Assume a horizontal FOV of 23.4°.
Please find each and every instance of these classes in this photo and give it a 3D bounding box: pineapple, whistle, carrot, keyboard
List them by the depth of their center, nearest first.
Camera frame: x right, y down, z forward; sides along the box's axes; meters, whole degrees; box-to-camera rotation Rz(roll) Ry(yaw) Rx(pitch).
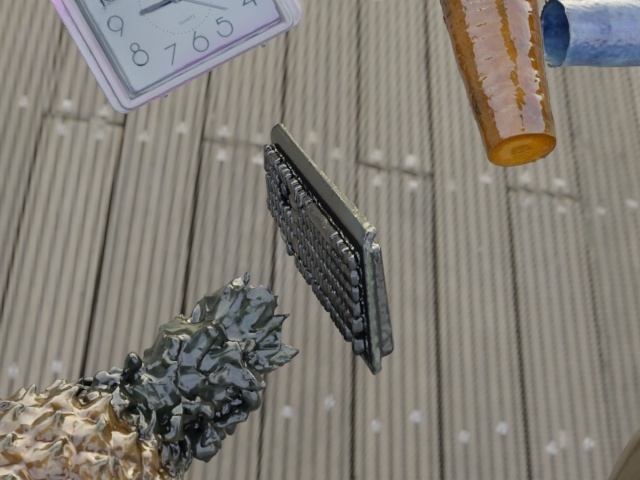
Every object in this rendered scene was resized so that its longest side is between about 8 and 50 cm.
[{"bbox_3d":[0.051,-0.066,0.456,0.032,0.032,0.093,1,64,-15],"label":"carrot"},{"bbox_3d":[0.000,0.000,0.970,0.025,0.094,0.230,-11,22,-12],"label":"keyboard"},{"bbox_3d":[-0.166,0.160,1.106,0.202,0.202,0.362,34,66,18],"label":"pineapple"},{"bbox_3d":[0.330,-0.174,1.276,0.304,0.062,0.062,-4,48,-15],"label":"whistle"}]

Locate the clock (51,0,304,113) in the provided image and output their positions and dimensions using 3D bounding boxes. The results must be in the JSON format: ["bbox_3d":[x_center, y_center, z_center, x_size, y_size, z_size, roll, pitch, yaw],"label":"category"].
[{"bbox_3d":[-0.129,-0.220,1.394,0.197,0.150,0.063,-26,16,8],"label":"clock"}]

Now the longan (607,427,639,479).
[{"bbox_3d":[0.204,0.139,0.635,0.204,0.159,0.185,-32,77,-39],"label":"longan"}]
